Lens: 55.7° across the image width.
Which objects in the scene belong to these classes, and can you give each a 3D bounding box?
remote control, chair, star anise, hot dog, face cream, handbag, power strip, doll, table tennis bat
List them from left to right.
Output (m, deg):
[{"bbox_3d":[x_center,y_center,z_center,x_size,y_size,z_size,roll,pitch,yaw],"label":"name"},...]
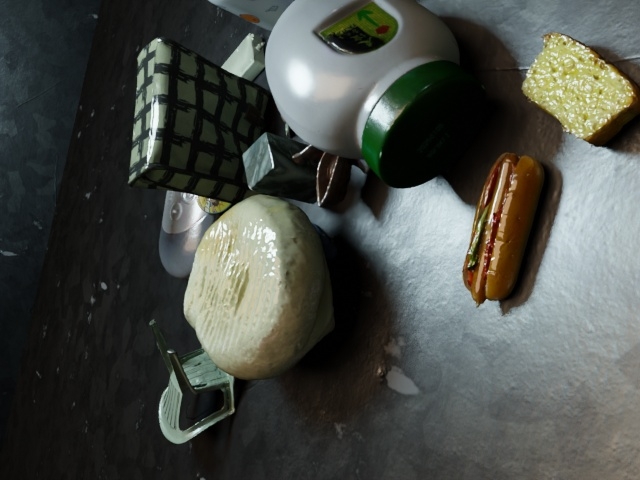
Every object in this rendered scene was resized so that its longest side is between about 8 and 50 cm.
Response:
[{"bbox_3d":[-0.353,-0.060,1.644,0.221,0.103,0.332,0,82,44],"label":"remote control"},{"bbox_3d":[-0.303,0.312,1.422,0.203,0.190,0.274,36,137,51],"label":"chair"},{"bbox_3d":[-0.270,-0.257,1.415,0.162,0.327,0.325,-19,65,49],"label":"handbag"},{"bbox_3d":[-0.251,-0.135,1.554,0.155,0.019,0.100,-42,79,2],"label":"table tennis bat"},{"bbox_3d":[-0.259,-0.430,1.677,0.367,0.043,0.106,-34,56,42],"label":"power strip"},{"bbox_3d":[0.000,0.000,1.249,0.037,0.027,0.125,-62,37,18],"label":"doll"},{"bbox_3d":[0.032,-0.203,1.177,0.198,0.110,0.257,-26,63,-4],"label":"star anise"},{"bbox_3d":[0.083,-0.273,1.022,0.312,0.219,0.357,-33,58,-10],"label":"face cream"},{"bbox_3d":[0.263,-0.014,0.891,0.092,0.062,0.235,15,93,49],"label":"hot dog"}]

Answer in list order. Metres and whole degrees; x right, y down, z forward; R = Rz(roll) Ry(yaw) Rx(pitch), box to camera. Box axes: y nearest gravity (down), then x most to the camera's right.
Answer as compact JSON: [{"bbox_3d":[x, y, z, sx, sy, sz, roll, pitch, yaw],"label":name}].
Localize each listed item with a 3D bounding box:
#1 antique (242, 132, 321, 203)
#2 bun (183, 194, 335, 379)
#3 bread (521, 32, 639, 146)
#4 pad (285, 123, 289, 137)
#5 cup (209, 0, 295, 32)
[{"bbox_3d":[-0.054,-0.141,1.225,0.086,0.183,0.088,-37,57,38],"label":"antique"},{"bbox_3d":[-0.099,0.096,1.189,0.365,0.219,0.365,-15,70,47],"label":"bun"},{"bbox_3d":[0.354,-0.206,0.828,0.103,0.065,0.187,-58,43,26],"label":"bread"},{"bbox_3d":[-0.076,-0.353,1.320,0.265,0.009,0.159,93,177,-73],"label":"pad"},{"bbox_3d":[-0.097,-0.557,1.284,0.212,0.317,0.212,-17,68,48],"label":"cup"}]
